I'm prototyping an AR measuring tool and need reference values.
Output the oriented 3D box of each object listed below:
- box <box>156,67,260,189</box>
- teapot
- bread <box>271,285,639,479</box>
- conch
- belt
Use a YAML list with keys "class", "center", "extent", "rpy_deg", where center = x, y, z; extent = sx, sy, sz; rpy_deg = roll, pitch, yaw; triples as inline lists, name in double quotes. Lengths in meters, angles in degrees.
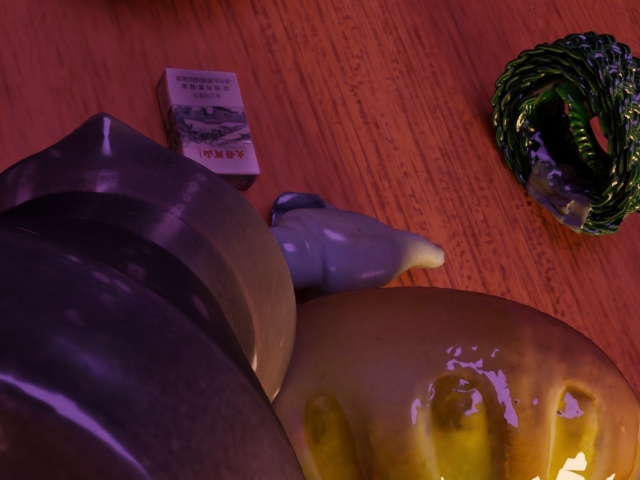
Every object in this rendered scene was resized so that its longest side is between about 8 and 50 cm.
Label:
- class: "box"
  center: [-0.076, -0.075, 0.905]
  extent: [0.054, 0.024, 0.083]
  rpy_deg: [1, 61, -30]
- class: "teapot"
  center: [-0.115, 0.107, 0.569]
  extent: [0.253, 0.300, 0.344]
  rpy_deg: [-2, 15, 5]
- class: "bread"
  center: [0.054, 0.110, 0.767]
  extent: [0.260, 0.156, 0.158]
  rpy_deg: [-5, 51, 17]
- class: "conch"
  center: [0.000, 0.008, 0.880]
  extent: [0.180, 0.088, 0.065]
  rpy_deg: [-2, 105, -37]
- class: "belt"
  center: [0.203, -0.082, 1.005]
  extent: [0.079, 0.121, 0.151]
  rpy_deg: [-18, 75, -39]
